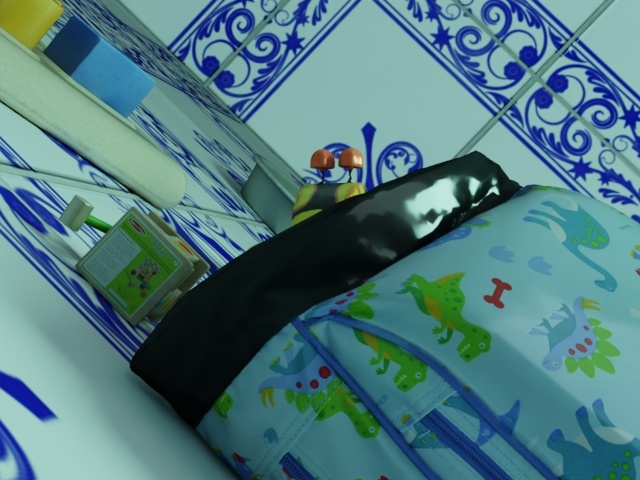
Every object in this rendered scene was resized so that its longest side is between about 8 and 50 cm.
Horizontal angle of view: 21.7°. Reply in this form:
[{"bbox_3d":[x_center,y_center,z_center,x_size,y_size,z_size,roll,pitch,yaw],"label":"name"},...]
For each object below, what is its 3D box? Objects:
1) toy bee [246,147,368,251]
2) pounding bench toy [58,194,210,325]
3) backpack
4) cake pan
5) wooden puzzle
[{"bbox_3d":[0.028,0.011,1.438,0.195,0.162,0.298,8,-20,-1],"label":"toy bee"},{"bbox_3d":[-0.119,0.006,1.032,0.083,0.052,0.065,44,4,6],"label":"pounding bench toy"},{"bbox_3d":[0.126,0.121,0.911,0.290,0.273,0.355,-22,78,-50],"label":"backpack"},{"bbox_3d":[0.000,0.000,2.268,0.293,0.054,0.293,44,4,-4],"label":"cake pan"},{"bbox_3d":[-0.273,-0.204,1.471,0.348,0.080,0.322,47,5,33],"label":"wooden puzzle"}]
